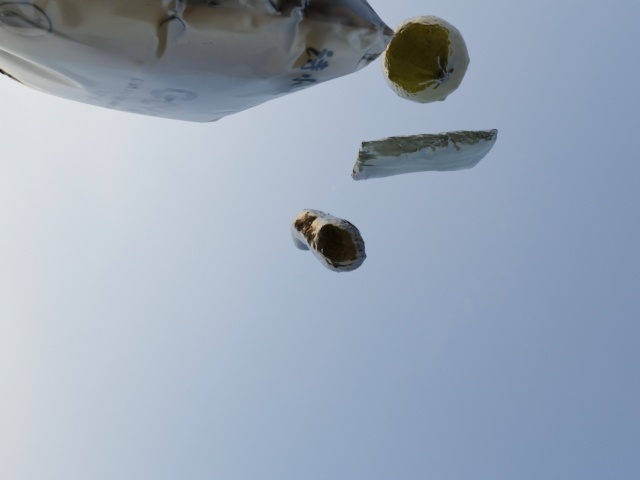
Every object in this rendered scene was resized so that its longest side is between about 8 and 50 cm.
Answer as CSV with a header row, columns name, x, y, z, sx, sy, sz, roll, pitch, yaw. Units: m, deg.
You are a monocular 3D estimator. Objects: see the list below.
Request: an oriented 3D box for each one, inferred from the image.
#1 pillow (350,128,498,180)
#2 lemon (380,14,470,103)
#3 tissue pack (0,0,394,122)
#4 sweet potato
name,x,y,z,sx,sy,sz,roll,pitch,yaw
pillow,0.166,-0.141,1.000,0.128,0.230,0.050,98,-16,-71
lemon,0.232,-0.406,1.375,0.192,0.192,0.231,-62,-157,22
tissue pack,-0.175,-0.229,0.615,0.376,0.390,0.194,19,-76,62
sweet potato,-0.002,-0.006,0.892,0.233,0.062,0.081,-157,-130,-67
